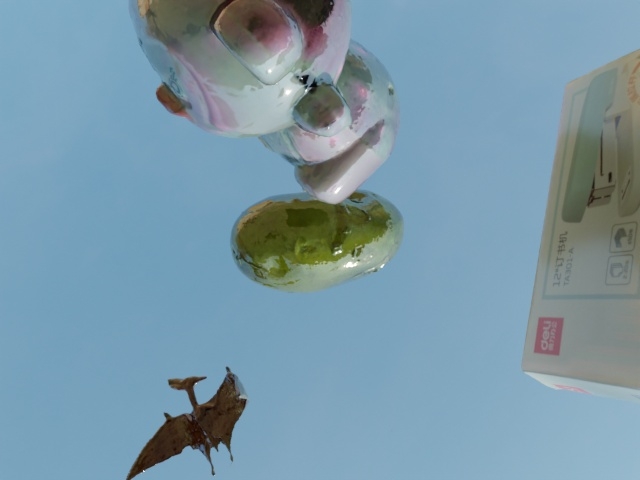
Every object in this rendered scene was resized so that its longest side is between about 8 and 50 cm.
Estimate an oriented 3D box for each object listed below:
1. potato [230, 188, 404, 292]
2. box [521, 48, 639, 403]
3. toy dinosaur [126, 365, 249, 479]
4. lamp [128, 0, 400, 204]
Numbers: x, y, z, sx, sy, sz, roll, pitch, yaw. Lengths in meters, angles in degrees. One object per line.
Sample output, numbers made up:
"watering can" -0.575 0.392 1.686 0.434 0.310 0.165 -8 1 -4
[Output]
"potato" 0.000 0.000 0.841 0.254 0.186 0.148 -9 -83 -10
"box" 0.244 -0.012 0.452 0.079 0.135 0.269 16 -100 -17
"toy dinosaur" -0.240 0.355 1.142 0.328 0.113 0.206 -11 -97 34
"lamp" -0.024 -0.188 0.566 0.247 0.301 0.247 -43 -124 11
